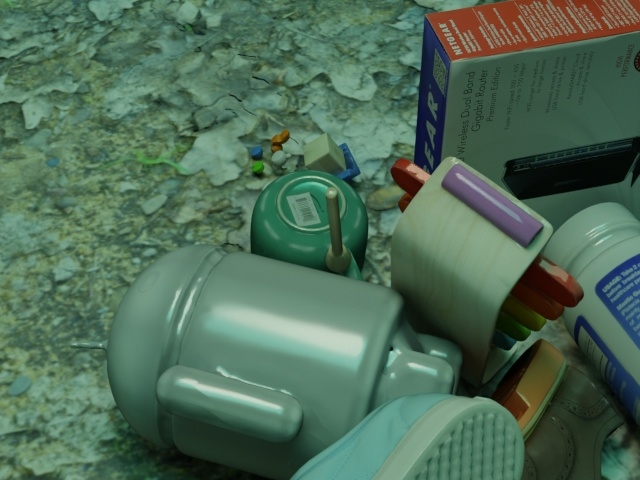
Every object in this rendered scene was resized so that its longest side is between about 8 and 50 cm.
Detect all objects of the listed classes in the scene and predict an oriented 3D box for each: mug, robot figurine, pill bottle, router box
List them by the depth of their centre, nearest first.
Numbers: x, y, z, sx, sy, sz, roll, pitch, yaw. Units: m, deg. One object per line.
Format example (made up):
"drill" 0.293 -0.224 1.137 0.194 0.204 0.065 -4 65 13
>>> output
"robot figurine" -0.049 0.119 1.134 0.353 0.200 0.300 14 7 12
"pill bottle" 0.340 0.089 1.205 0.152 0.152 0.272 -17 49 -17
"router box" 0.251 -0.100 1.260 0.301 0.335 0.082 -11 47 -10
"mug" 0.000 -0.008 1.317 0.157 0.097 0.129 22 57 12

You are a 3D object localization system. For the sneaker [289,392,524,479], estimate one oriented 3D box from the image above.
"sneaker" 0.000 0.257 0.932 0.366 0.135 0.150 -38 18 -24

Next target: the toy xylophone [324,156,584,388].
"toy xylophone" 0.113 0.028 1.145 0.236 0.323 0.081 39 73 10

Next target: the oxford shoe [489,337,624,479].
"oxford shoe" 0.179 0.242 1.061 0.132 0.130 0.364 35 50 2

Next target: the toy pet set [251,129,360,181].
"toy pet set" -0.017 -0.079 1.441 0.114 0.065 0.122 -29 39 20
